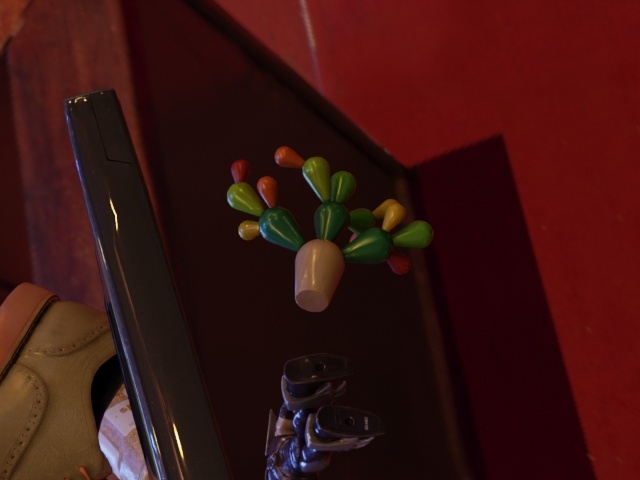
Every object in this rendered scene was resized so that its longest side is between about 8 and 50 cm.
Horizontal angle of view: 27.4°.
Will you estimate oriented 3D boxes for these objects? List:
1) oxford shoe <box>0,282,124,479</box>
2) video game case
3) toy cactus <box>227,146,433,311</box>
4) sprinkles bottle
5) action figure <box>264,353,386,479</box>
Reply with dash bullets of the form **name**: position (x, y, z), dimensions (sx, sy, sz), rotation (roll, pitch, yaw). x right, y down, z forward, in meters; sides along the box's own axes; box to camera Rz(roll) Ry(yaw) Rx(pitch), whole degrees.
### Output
- **oxford shoe**: position (-0.266, 0.212, 1.156), dimensions (0.146, 0.140, 0.397), rotation (14, 55, 3)
- **video game case**: position (-0.087, 0.094, 0.739), dimensions (0.035, 0.248, 0.275), rotation (-14, 65, -10)
- **toy cactus**: position (0.000, 0.000, 1.340), dimensions (0.219, 0.112, 0.180), rotation (21, 46, -7)
- **sprinkles bottle**: position (-0.277, 0.277, 1.910), dimensions (0.121, 0.121, 0.355), rotation (-58, 36, -2)
- **action figure**: position (-0.012, 0.243, 1.541), dimensions (0.099, 0.285, 0.185), rotation (-5, 61, -17)
